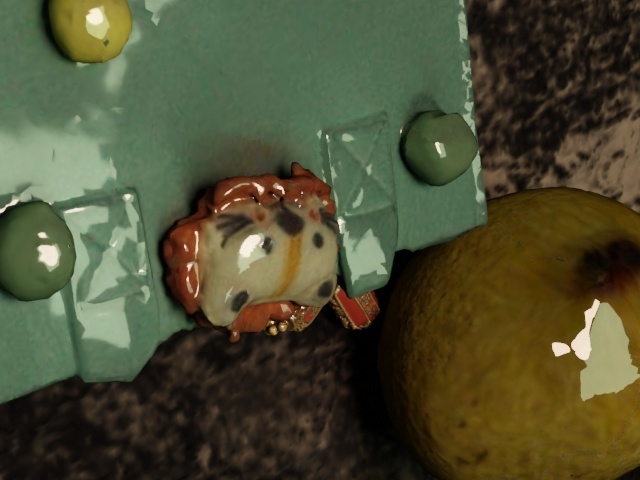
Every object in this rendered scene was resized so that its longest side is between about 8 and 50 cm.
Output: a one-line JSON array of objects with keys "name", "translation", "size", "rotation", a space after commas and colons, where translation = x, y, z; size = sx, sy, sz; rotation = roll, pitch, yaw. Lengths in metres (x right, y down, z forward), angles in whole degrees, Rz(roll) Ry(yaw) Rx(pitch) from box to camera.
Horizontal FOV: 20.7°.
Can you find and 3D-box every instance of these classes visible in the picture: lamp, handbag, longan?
[{"name": "lamp", "translation": [0.000, 0.000, 0.794], "size": [0.063, 0.031, 0.083], "rotation": [-2, 96, -41]}, {"name": "handbag", "translation": [-0.053, -0.096, 0.667], "size": [0.268, 0.100, 0.274], "rotation": [-19, 103, -37]}, {"name": "longan", "translation": [0.100, 0.055, 0.822], "size": [0.154, 0.145, 0.176], "rotation": [4, 138, -19]}]
